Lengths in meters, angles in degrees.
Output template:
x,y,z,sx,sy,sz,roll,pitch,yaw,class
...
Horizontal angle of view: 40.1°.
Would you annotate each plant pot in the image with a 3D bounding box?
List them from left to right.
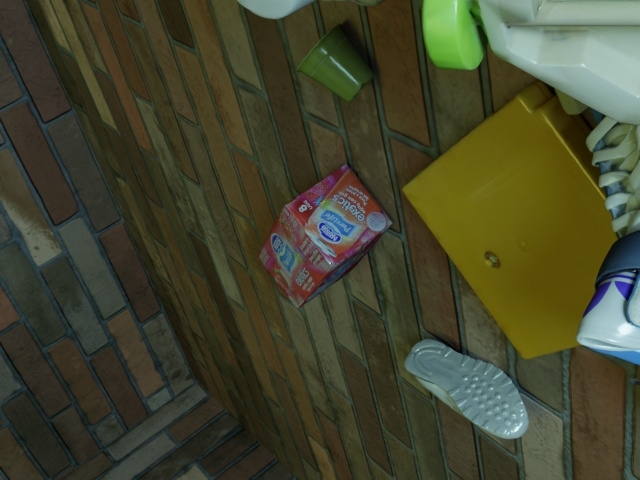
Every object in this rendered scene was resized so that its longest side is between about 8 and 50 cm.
x,y,z,sx,sy,sz,roll,pitch,yaw,class
0.026,-0.224,1.139,0.079,0.083,0.083,42,158,-3,plant pot

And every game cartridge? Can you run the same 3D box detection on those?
x,y,z,sx,sy,sz,roll,pitch,yaw,class
0.252,-0.008,1.020,0.285,0.053,0.324,55,155,2,game cartridge

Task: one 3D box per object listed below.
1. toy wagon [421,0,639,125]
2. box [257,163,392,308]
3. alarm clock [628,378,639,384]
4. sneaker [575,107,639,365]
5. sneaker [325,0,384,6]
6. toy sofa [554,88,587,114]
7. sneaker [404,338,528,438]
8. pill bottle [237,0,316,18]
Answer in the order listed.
x,y,z,sx,sy,sz,roll,pitch,yaw,class
0.170,-0.110,0.357,0.267,0.068,0.344,8,157,26,toy wagon
0.000,0.000,1.418,0.122,0.128,0.257,52,158,7,box
0.417,0.165,0.911,0.192,0.064,0.129,21,140,49,alarm clock
0.267,-0.024,0.710,0.322,0.236,0.130,51,157,9,sneaker
0.036,-0.354,0.913,0.111,0.103,0.252,33,155,35,sneaker
0.308,-0.170,0.533,0.363,0.177,0.150,20,149,55,toy sofa
0.236,0.237,1.359,0.235,0.090,0.094,35,163,47,sneaker
0.062,-0.291,0.642,0.176,0.319,0.176,43,156,25,pill bottle
